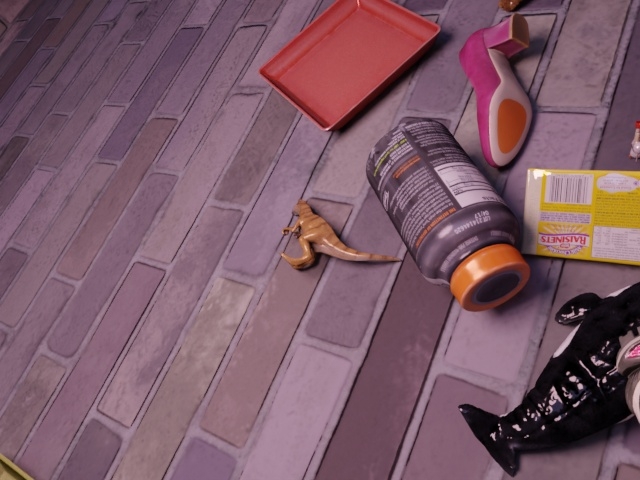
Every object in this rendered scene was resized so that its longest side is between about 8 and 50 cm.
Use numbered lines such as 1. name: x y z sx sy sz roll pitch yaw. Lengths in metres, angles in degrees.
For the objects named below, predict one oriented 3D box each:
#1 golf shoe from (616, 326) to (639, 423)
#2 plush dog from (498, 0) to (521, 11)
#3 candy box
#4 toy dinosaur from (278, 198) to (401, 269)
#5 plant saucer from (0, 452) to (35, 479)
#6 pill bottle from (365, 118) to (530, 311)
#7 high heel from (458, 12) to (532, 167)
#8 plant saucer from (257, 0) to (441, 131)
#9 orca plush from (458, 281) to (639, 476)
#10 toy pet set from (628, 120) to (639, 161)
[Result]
1. golf shoe: 0.369 0.090 0.399 0.273 0.105 0.120 -35 25 28
2. plush dog: 0.340 -0.516 0.888 0.262 0.211 0.225 11 48 3
3. candy box: 0.339 -0.027 0.621 0.206 0.027 0.105 7 101 31
4. toy dinosaur: 0.000 0.000 0.798 0.112 0.064 0.211 -45 51 -5
5. plant saucer: -0.477 0.429 0.804 0.188 0.045 0.188 12 68 33
6. pill bottle: 0.158 -0.032 0.687 0.130 0.130 0.246 -30 51 9
7. high heel: 0.239 -0.209 0.807 0.117 0.082 0.244 -18 63 58
8. plant saucer: 0.046 -0.323 0.985 0.258 0.048 0.259 -41 51 0
9. orca plush: 0.270 0.113 0.553 0.287 0.102 0.151 -27 52 11
10. toy pet set: 0.426 -0.090 0.639 0.122 0.065 0.114 10 32 30
